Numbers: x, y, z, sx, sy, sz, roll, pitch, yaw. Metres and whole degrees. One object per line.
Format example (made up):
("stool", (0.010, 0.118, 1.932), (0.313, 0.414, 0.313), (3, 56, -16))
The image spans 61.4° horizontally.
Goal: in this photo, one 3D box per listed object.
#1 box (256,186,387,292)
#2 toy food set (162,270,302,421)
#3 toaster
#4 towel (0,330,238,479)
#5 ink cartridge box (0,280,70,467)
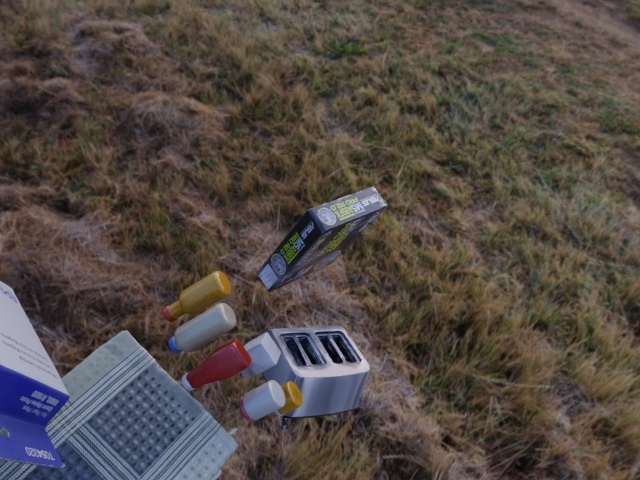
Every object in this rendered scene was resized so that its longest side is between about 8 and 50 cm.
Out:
("box", (0.000, 0.000, 1.226), (0.216, 0.270, 0.060), (-21, 72, -43))
("toy food set", (-0.132, 0.172, 0.764), (0.104, 0.232, 0.111), (-30, 10, 14))
("toaster", (-0.015, 0.247, 1.022), (0.167, 0.110, 0.186), (2, 29, -28))
("towel", (-0.342, 0.357, 0.895), (0.312, 0.056, 0.324), (44, 53, 4))
("ink cartridge box", (-0.466, 0.137, 0.726), (0.071, 0.324, 0.330), (-37, 67, -15))
